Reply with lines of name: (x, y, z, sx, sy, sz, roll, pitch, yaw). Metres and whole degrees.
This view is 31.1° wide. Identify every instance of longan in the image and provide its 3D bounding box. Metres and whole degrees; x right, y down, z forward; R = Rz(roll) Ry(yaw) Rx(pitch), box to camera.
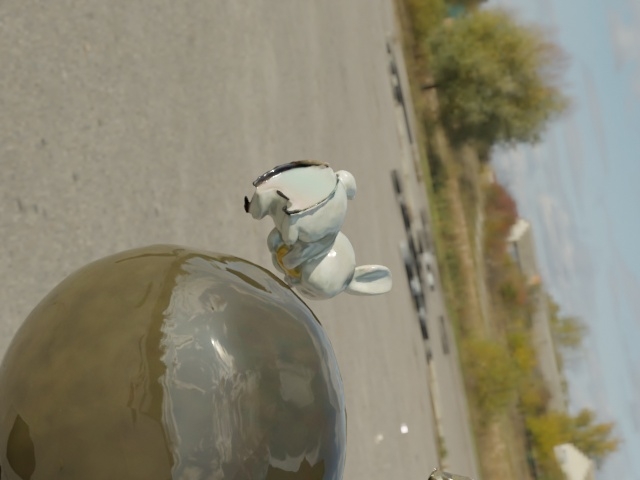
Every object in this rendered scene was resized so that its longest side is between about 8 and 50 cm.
longan: (-0.097, 0.127, 0.706, 0.248, 0.248, 0.248, -11, 90, -83)

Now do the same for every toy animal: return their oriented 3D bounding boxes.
toy animal: (-0.004, 0.003, 0.857, 0.085, 0.071, 0.124, -41, 133, -35)

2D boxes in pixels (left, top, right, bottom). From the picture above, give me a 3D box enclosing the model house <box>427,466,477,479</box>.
model house: (0.163, 0.201, 0.636, 0.248, 0.176, 0.181, 42, 37, -8)
